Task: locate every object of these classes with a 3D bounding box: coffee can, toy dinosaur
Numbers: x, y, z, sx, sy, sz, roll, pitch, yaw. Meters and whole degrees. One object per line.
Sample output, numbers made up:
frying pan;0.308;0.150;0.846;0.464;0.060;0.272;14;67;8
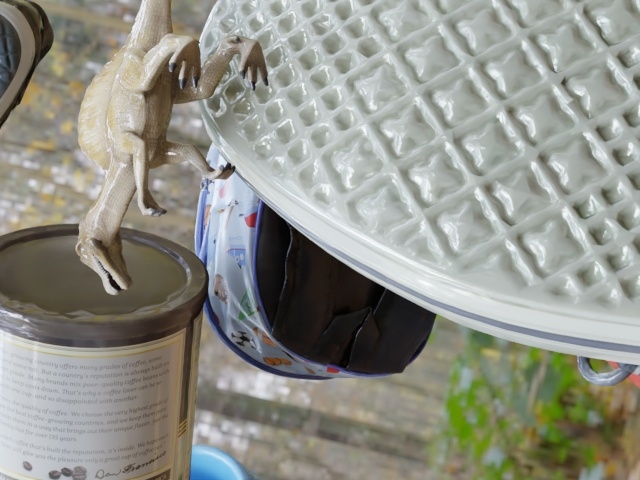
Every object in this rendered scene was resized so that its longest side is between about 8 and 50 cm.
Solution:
coffee can;-0.206;0.149;1.289;0.201;0.201;0.275;-56;-26;-65
toy dinosaur;-0.074;-0.070;0.657;0.053;0.092;0.183;25;-111;-44

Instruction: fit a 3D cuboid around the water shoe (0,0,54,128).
water shoe;-0.227;-0.059;0.907;0.203;0.073;0.080;-47;1;20

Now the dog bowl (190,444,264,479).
dog bowl;-0.113;0.338;1.520;0.074;0.166;0.297;70;180;-53

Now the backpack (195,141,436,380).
backpack;0.000;0.000;1.408;0.213;0.276;0.263;-24;52;55

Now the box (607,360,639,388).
box;0.234;0.006;1.031;0.128;0.257;0.123;-46;-7;-27

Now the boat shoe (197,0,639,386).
boat shoe;0.176;-0.011;0.668;0.156;0.500;0.187;64;-135;-69
